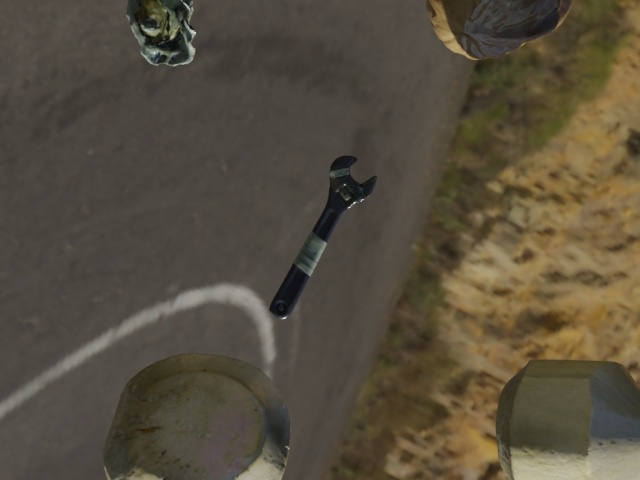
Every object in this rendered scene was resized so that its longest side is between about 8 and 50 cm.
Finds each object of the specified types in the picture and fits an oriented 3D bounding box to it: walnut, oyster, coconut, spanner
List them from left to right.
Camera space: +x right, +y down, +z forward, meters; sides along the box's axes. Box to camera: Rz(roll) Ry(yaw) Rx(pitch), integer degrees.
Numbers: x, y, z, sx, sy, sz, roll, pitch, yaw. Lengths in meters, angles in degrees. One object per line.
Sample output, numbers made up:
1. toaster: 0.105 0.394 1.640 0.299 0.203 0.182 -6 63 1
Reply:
1. oyster: -0.166 -0.234 1.360 0.037 0.098 0.100 -26 127 -59
2. coconut: -0.144 0.246 1.499 0.241 0.241 0.241 -61 172 -14
3. spanner: 0.000 0.000 2.294 0.316 0.087 0.024 -63 170 4
4. walnut: 0.254 -0.376 1.863 0.261 0.225 0.225 -61 172 -34
5. coconut: 0.348 0.254 1.719 0.202 0.222 0.202 -10 102 -59
